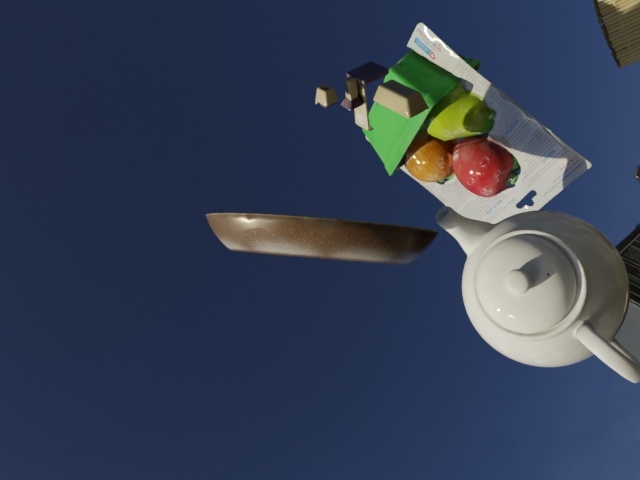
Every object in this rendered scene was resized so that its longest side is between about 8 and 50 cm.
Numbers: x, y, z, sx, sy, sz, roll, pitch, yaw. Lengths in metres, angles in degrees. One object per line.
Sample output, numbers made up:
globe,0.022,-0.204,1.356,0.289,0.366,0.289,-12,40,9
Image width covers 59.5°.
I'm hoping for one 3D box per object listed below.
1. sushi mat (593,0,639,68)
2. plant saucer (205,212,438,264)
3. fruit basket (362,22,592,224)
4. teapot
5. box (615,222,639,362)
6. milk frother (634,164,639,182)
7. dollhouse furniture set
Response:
sushi mat,0.589,-0.401,0.849,0.316,0.019,0.152,-22,-85,19
plant saucer,0.000,0.000,0.757,0.310,0.310,0.050,7,-92,-34
fruit basket,0.260,-0.176,1.014,0.353,0.327,0.165,37,-115,6
teapot,0.314,0.070,0.809,0.187,0.255,0.253,12,-106,-57
box,0.736,0.147,1.196,0.293,0.296,0.183,-27,-43,-34
milk frother,0.657,-0.137,1.003,0.134,0.129,0.143,5,-58,-50
dollhouse furniture set,0.064,-0.145,0.670,0.091,0.114,0.081,-31,-44,-21
